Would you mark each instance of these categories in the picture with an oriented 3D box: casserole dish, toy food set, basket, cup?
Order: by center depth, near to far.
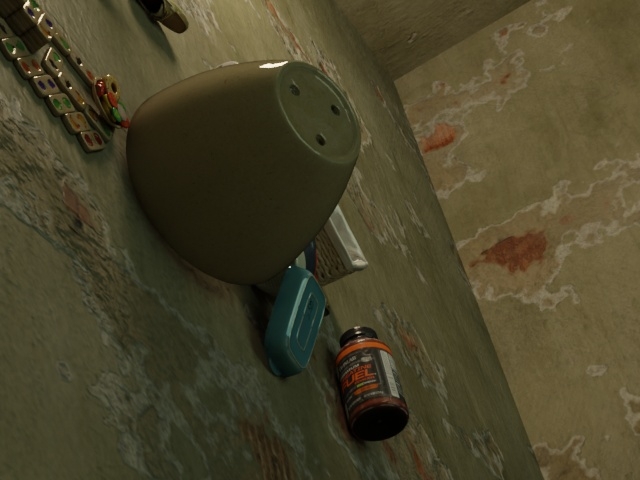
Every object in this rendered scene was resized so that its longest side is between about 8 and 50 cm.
[{"bbox_3d":[-0.299,-0.197,1.629,0.083,0.020,0.082,-49,116,-78],"label":"toy food set"},{"bbox_3d":[-0.081,-0.133,1.668,0.331,0.237,0.331,29,44,-33],"label":"cup"},{"bbox_3d":[-0.035,0.125,1.774,0.114,0.037,0.188,61,37,-46],"label":"casserole dish"},{"bbox_3d":[0.000,0.000,2.156,0.167,0.103,0.113,64,15,8],"label":"basket"}]

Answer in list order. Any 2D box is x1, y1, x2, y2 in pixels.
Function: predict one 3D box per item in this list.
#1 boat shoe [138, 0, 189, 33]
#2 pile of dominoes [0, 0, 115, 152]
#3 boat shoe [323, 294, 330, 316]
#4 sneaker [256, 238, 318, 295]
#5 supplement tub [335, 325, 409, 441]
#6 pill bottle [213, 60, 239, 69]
[{"bbox_3d":[-0.295,-0.423,2.080,0.135,0.050,0.045,41,26,-28],"label":"boat shoe"},{"bbox_3d":[-0.351,-0.242,1.561,0.251,0.040,0.196,53,16,-26],"label":"pile of dominoes"},{"bbox_3d":[-0.011,0.122,1.988,0.048,0.056,0.153,56,7,1],"label":"boat shoe"},{"bbox_3d":[-0.090,-0.063,1.940,0.148,0.131,0.350,24,48,-64],"label":"sneaker"},{"bbox_3d":[0.083,0.243,1.977,0.106,0.106,0.197,48,18,-40],"label":"supplement tub"},{"bbox_3d":[-0.143,-0.251,2.165,0.169,0.094,0.094,48,19,-40],"label":"pill bottle"}]
